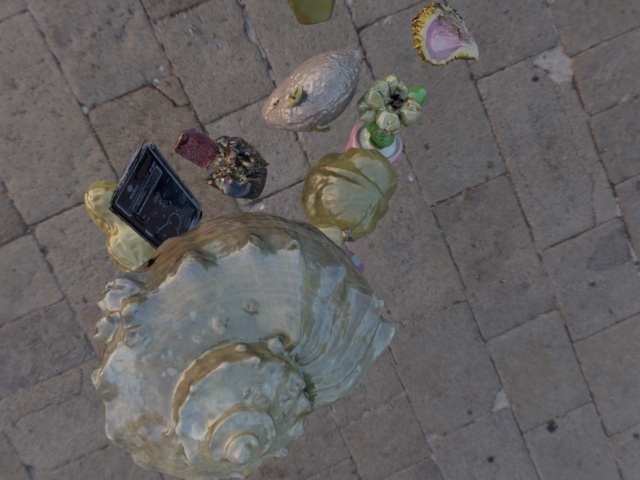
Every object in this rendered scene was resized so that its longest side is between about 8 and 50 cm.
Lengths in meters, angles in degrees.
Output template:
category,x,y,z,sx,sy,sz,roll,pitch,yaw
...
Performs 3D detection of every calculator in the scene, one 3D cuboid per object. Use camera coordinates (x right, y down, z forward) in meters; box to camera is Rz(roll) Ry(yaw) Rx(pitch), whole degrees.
category,x,y,z,sx,sy,sz,roll,pitch,yaw
calculator,-0.340,-0.073,0.951,0.028,0.274,0.165,13,67,17

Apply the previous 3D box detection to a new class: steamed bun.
category,x,y,z,sx,sy,sz,roll,pitch,yaw
steamed bun,0.209,-0.422,1.374,0.192,0.106,0.177,-31,81,-15

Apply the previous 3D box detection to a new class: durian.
category,x,y,z,sx,sy,sz,roll,pitch,yaw
durian,0.415,-0.727,1.610,0.305,0.195,0.185,12,114,-40

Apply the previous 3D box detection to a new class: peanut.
category,x,y,z,sx,sy,sz,roll,pitch,yaw
peanut,-0.496,-0.026,1.154,0.147,0.147,0.305,-27,84,-1

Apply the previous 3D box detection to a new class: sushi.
category,x,y,z,sx,sy,sz,roll,pitch,yaw
sushi,-0.299,-0.274,1.653,0.239,0.225,0.218,14,107,8

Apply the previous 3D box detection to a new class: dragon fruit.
category,x,y,z,sx,sy,sz,roll,pitch,yaw
dragon fruit,-0.418,-0.315,1.479,0.147,0.096,0.102,29,107,-39

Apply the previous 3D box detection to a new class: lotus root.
category,x,y,z,sx,sy,sz,roll,pitch,yaw
lotus root,0.000,0.000,0.948,0.151,0.062,0.072,-11,72,6

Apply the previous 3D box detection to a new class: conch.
category,x,y,z,sx,sy,sz,roll,pitch,yaw
conch,-0.082,0.061,0.476,0.297,0.352,0.209,-14,135,-10

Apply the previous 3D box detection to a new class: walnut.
category,x,y,z,sx,sy,sz,roll,pitch,yaw
walnut,0.085,-0.147,1.378,0.282,0.277,0.253,-37,122,-32

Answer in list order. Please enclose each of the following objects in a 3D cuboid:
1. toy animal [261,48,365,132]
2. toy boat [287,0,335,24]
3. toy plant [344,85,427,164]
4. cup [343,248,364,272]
category,x,y,z,sx,sy,sz,roll,pitch,yaw
toy animal,-0.005,-0.447,1.351,0.358,0.226,0.188,-40,129,7
toy boat,-0.017,-0.248,0.337,0.065,0.066,0.172,-7,138,6
toy plant,0.235,-0.404,1.707,0.211,0.356,0.317,38,64,7
cup,0.044,0.176,1.887,0.288,0.203,0.203,-42,99,-22
